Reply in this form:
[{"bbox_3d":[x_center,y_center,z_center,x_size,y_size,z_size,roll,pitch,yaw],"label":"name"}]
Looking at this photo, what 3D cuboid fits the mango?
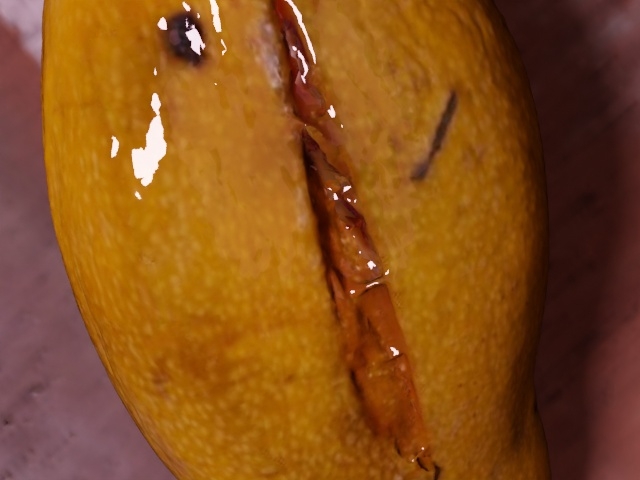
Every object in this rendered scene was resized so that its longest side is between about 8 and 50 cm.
[{"bbox_3d":[0.001,-0.001,0.545,0.177,0.120,0.295,-22,100,-15],"label":"mango"}]
